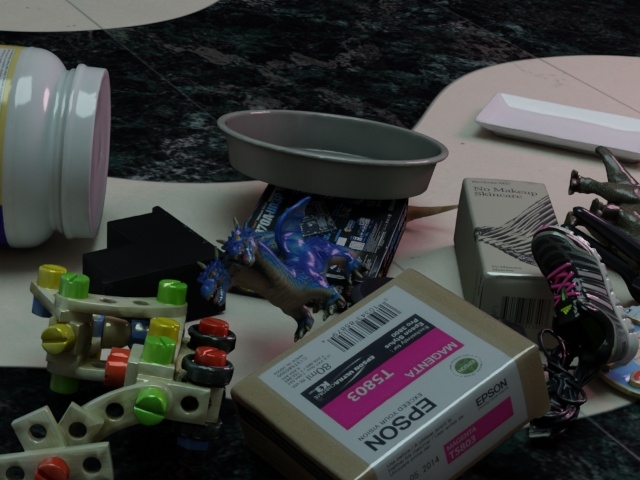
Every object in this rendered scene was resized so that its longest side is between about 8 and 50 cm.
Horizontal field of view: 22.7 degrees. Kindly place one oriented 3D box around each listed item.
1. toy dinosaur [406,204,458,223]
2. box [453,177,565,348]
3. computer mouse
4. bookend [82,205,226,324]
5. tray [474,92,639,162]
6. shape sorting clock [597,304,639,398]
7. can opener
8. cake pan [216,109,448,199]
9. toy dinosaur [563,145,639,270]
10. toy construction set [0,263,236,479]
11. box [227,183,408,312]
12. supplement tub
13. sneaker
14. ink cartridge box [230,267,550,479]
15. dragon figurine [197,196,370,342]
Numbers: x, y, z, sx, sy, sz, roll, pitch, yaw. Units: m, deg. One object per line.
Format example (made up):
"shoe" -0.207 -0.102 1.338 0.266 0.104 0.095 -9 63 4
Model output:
"toy dinosaur" 0.090 -0.038 2.059 0.183 0.053 0.092 -7 42 -8
"box" 0.225 0.022 1.883 0.113 0.094 0.275 4 25 -4
"computer mouse" 0.150 0.125 1.689 0.272 0.072 0.188 23 27 10
"bookend" -0.211 0.034 1.798 0.157 0.072 0.156 -14 30 -33
"tray" 0.375 -0.165 2.391 0.270 0.030 0.145 13 25 16
"shape sorting clock" 0.392 0.124 1.761 0.206 0.040 0.206 4 25 -2
"can opener" 0.358 0.019 1.872 0.186 0.059 0.073 40 -7 -18
"cake pan" 0.013 -0.109 2.006 0.293 0.054 0.293 8 15 -2
"toy dinosaur" 0.396 -0.020 2.023 0.160 0.121 0.313 14 19 -10
"toy construction set" -0.193 0.127 1.507 0.215 0.151 0.327 10 27 -4
"box" 0.000 0.000 1.911 0.175 0.051 0.220 10 32 9
"supplement tub" -0.424 -0.115 1.878 0.331 0.241 0.241 5 25 -2
"sneaker" 0.271 0.062 1.691 0.075 0.063 0.170 -19 77 -50
"ink cartridge box" 0.066 0.149 1.505 0.235 0.088 0.193 -33 40 -24
"dragon figurine" -0.031 0.011 1.690 0.144 0.085 0.289 50 30 -6
